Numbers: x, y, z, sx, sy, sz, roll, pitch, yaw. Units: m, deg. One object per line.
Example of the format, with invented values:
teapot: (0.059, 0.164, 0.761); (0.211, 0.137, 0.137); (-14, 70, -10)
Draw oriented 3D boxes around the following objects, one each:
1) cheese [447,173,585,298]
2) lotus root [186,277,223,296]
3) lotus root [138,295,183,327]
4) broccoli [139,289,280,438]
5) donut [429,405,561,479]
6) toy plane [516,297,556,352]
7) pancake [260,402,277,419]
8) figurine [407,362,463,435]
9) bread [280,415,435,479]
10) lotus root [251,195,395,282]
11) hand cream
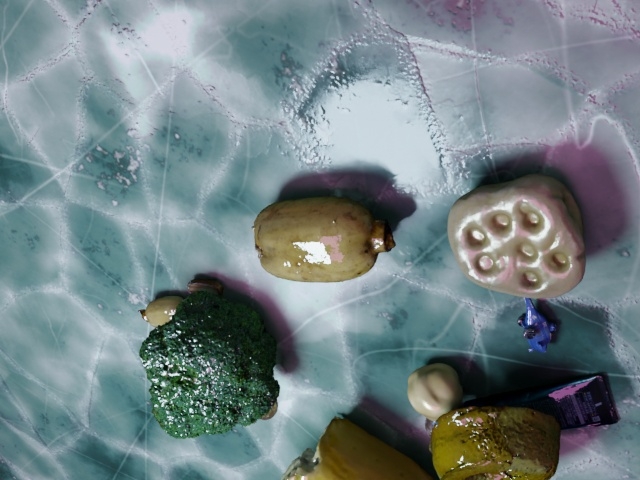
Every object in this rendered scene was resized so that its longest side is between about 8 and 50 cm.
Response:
cheese: (0.327, -0.013, 1.301); (0.235, 0.117, 0.218); (33, 128, 4)
lotus root: (-0.245, 0.097, 1.700); (0.083, 0.030, 0.037); (3, 123, 19)
lotus root: (-0.339, 0.160, 1.767); (0.150, 0.062, 0.073); (-10, 108, 30)
broccoli: (-0.233, 0.267, 1.676); (0.308, 0.308, 0.275); (51, 154, -12)
donut: (0.326, 0.406, 1.502); (0.272, 0.107, 0.272); (2, 148, 1)
toy plane: (0.379, 0.132, 1.419); (0.062, 0.054, 0.167); (-21, 113, 7)
pancake: (-0.151, 0.371, 1.849); (0.115, 0.011, 0.114); (13, 125, 20)
figurine: (0.238, 0.333, 1.580); (0.108, 0.114, 0.196); (-6, 127, 22)
bread: (0.087, 0.580, 1.730); (0.394, 0.250, 0.361); (30, 131, 0)
lotus root: (0.000, 0.000, 1.449); (0.284, 0.146, 0.160); (-3, 137, 24)
hand cream: (0.415, 0.324, 1.523); (0.271, 0.061, 0.120); (-14, 115, 27)
